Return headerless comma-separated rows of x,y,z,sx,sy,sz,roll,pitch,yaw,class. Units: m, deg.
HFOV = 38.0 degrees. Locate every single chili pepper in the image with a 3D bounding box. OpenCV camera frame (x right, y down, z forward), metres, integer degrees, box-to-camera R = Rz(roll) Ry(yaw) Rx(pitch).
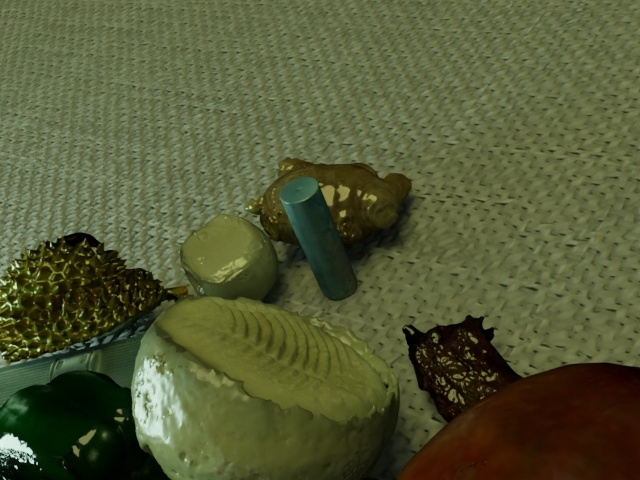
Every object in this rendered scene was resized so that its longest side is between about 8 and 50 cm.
-0.261,0.220,0.955,0.261,0.165,0.174,0,36,47,chili pepper

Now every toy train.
-0.242,0.165,1.073,0.409,0.089,0.086,-13,45,11,toy train

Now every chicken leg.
0.161,0.145,0.919,0.105,0.063,0.234,-34,42,-6,chicken leg

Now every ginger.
0.003,-0.050,1.182,0.216,0.102,0.157,-1,37,15,ginger

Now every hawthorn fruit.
0.182,0.241,0.642,0.308,0.325,0.308,11,56,-16,hawthorn fruit

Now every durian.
-0.287,0.057,1.138,0.237,0.137,0.193,-13,-1,-13,durian

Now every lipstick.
0.000,0.000,1.084,0.048,0.158,0.048,-14,39,12,lipstick

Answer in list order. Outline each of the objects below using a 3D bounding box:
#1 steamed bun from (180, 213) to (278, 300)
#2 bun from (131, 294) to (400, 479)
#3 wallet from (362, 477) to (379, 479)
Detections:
-0.107,0.033,1.151,0.112,0.091,0.130,-37,44,-12,steamed bun
-0.055,0.161,0.865,0.259,0.259,0.152,37,111,47,bun
0.023,0.308,0.822,0.110,0.031,0.198,-20,38,5,wallet
